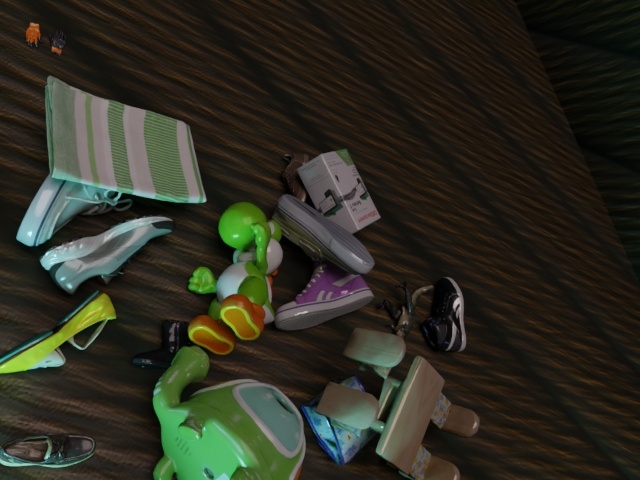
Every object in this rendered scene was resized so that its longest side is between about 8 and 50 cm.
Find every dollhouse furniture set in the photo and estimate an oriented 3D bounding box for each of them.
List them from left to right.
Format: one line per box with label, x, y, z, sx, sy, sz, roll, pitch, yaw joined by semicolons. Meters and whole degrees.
dollhouse furniture set;0.181;0.441;1.008;0.362;0.256;0.394;47;61;-33

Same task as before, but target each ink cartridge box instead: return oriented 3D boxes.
ink cartridge box;0.053;-0.121;1.340;0.160;0.092;0.219;-29;92;-58

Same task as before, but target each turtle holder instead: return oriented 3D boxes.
turtle holder;-0.176;0.370;0.943;0.320;0.243;0.227;20;28;27

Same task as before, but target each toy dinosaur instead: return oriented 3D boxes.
toy dinosaur;0.228;0.183;1.361;0.118;0.064;0.268;50;49;-19

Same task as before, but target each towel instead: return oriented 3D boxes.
towel;-0.401;-0.200;1.059;0.325;0.038;0.248;12;51;-47

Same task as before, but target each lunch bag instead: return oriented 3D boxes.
lunch bag;0.052;0.400;1.121;0.129;0.096;0.151;-27;85;-38

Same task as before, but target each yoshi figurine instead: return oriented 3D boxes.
yoshi figurine;-0.181;0.048;1.091;0.203;0.203;0.362;10;39;1

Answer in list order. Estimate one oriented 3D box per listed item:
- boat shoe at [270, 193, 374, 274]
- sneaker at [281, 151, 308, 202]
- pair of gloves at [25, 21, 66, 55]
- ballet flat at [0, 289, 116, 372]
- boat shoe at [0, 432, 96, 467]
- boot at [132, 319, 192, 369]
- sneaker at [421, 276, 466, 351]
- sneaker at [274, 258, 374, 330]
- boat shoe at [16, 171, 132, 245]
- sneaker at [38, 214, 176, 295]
boat shoe;0.000;0.000;1.232;0.302;0.094;0.109;39;22;26
sneaker;-0.073;-0.158;1.356;0.071;0.066;0.188;8;57;-9
pair of gloves;-0.650;-0.479;1.188;0.083;0.010;0.074;9;62;-28
ballet flat;-0.479;0.184;0.928;0.231;0.077;0.077;-43;109;-40
boat shoe;-0.464;0.360;0.859;0.152;0.049;0.056;5;64;-30
boot;-0.318;0.211;1.025;0.121;0.045;0.099;16;62;-32
sneaker;0.336;0.201;1.403;0.121;0.079;0.217;8;65;-30
sneaker;-0.016;0.119;1.232;0.282;0.102;0.161;-11;63;-39
boat shoe;-0.470;-0.114;1.052;0.156;0.136;0.367;31;45;-19
sneaker;-0.421;0.022;1.035;0.271;0.100;0.108;-28;97;-34
